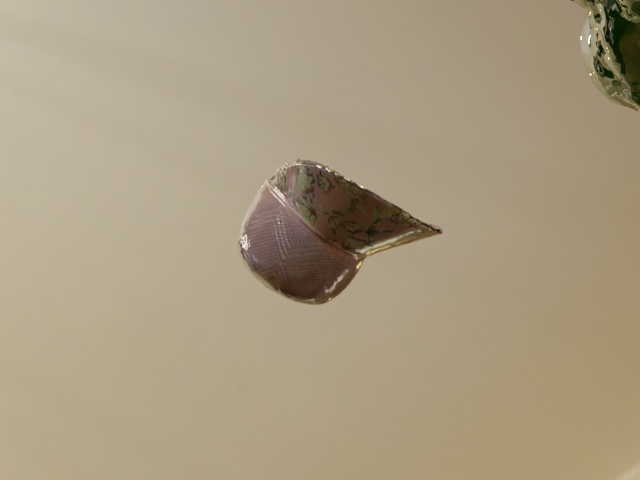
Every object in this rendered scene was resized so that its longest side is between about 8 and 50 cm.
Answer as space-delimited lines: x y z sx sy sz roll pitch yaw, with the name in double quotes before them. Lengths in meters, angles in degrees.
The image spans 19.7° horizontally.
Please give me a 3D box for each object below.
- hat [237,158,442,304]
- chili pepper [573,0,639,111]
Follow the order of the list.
"hat" 0.001 0.001 0.656 0.058 0.042 0.087 27 -13 -33
"chili pepper" 0.082 -0.131 0.579 0.270 0.099 0.136 45 5 -37
